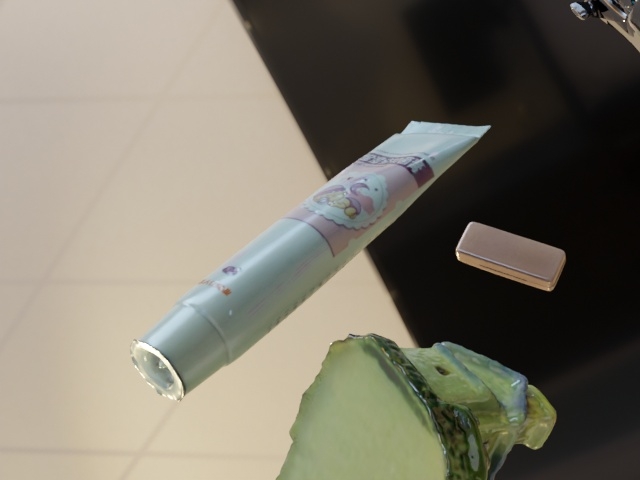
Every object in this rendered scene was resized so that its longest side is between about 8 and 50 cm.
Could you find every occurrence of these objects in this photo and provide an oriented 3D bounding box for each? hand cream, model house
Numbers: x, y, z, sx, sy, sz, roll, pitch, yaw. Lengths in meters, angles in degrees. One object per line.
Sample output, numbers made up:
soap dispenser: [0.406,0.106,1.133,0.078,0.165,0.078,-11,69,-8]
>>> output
hand cream: [0.000,0.000,0.847,0.331,0.085,0.058,-38,-63,-34]
model house: [0.099,0.189,0.923,0.189,0.214,0.195,1,-152,-41]

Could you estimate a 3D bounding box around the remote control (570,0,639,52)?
remote control: [0.235,-0.152,0.711,0.399,0.062,0.144,-118,32,-43]

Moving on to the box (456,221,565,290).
box: [0.209,0.017,1.280,0.048,0.115,0.025,-60,-23,-28]
